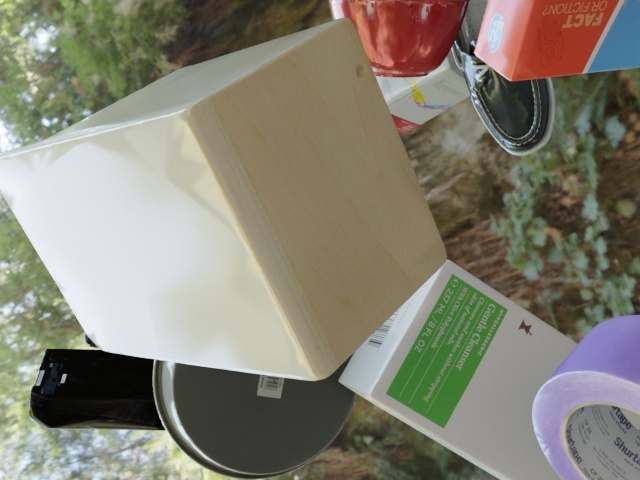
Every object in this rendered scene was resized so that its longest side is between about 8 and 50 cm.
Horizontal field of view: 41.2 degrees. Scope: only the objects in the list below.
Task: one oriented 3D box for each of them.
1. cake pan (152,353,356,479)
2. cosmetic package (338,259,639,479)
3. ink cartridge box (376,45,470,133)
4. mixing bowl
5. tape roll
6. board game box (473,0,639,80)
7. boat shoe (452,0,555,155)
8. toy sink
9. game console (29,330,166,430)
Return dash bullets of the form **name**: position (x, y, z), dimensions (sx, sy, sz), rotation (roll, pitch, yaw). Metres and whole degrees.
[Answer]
- **cake pan**: position (-0.077, 0.185, 1.157), dimensions (0.293, 0.054, 0.293), rotation (0, -90, -17)
- **cosmetic package**: position (0.234, 0.196, 1.089), dimensions (0.365, 0.155, 0.197), rotation (31, -99, -10)
- **ink cartridge box**: position (0.162, -0.285, 1.440), dimensions (0.127, 0.176, 0.128), rotation (10, -121, -51)
- **mixing bowl**: position (0.096, -0.260, 1.077), dimensions (0.181, 0.181, 0.098), rotation (-24, -60, -54)
- **tape roll**: position (0.277, 0.160, 0.701), dimensions (0.080, 0.189, 0.189), rotation (-38, -79, -32)
- **board game box**: position (0.289, -0.308, 0.764), dimensions (0.242, 0.317, 0.064), rotation (-11, -139, -24)
- **boat shoe**: position (0.225, -0.259, 1.132), dimensions (0.091, 0.114, 0.303), rotation (10, -121, -59)
- **toy sink**: position (-0.066, -0.022, 0.516), dimensions (0.131, 0.234, 0.153), rotation (-39, -67, -36)
- **game console**: position (-0.304, 0.149, 1.327), dimensions (0.361, 0.213, 0.044), rotation (-89, 1, -53)
